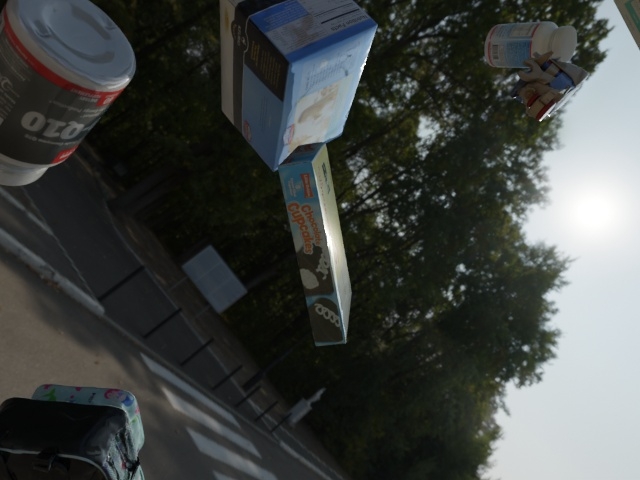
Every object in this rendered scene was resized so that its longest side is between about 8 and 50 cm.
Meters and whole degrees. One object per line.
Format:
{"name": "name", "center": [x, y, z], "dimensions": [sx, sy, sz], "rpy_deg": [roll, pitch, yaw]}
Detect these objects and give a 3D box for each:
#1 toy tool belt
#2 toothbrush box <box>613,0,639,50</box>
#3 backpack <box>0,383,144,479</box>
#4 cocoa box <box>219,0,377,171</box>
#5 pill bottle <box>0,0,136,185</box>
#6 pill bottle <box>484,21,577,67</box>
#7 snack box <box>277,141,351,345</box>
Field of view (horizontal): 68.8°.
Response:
{"name": "toy tool belt", "center": [0.185, -0.133, 0.398], "dimensions": [0.051, 0.083, 0.052], "rpy_deg": [45, -38, 15]}
{"name": "toothbrush box", "center": [0.716, -0.404, 0.913], "dimensions": [0.126, 0.295, 0.216], "rpy_deg": [-29, -95, 45]}
{"name": "backpack", "center": [-0.395, 0.362, 0.741], "dimensions": [0.191, 0.225, 0.254], "rpy_deg": [-74, 164, -66]}
{"name": "cocoa box", "center": [-0.066, -0.369, 1.032], "dimensions": [0.228, 0.231, 0.347], "rpy_deg": [50, -24, 15]}
{"name": "pill bottle", "center": [-0.411, -0.207, 0.679], "dimensions": [0.283, 0.161, 0.161], "rpy_deg": [-32, -81, 32]}
{"name": "pill bottle", "center": [0.427, -0.399, 0.955], "dimensions": [0.160, 0.087, 0.087], "rpy_deg": [25, -29, 46]}
{"name": "snack box", "center": [0.000, 0.000, 0.835], "dimensions": [0.187, 0.060, 0.322], "rpy_deg": [-72, 153, -68]}
